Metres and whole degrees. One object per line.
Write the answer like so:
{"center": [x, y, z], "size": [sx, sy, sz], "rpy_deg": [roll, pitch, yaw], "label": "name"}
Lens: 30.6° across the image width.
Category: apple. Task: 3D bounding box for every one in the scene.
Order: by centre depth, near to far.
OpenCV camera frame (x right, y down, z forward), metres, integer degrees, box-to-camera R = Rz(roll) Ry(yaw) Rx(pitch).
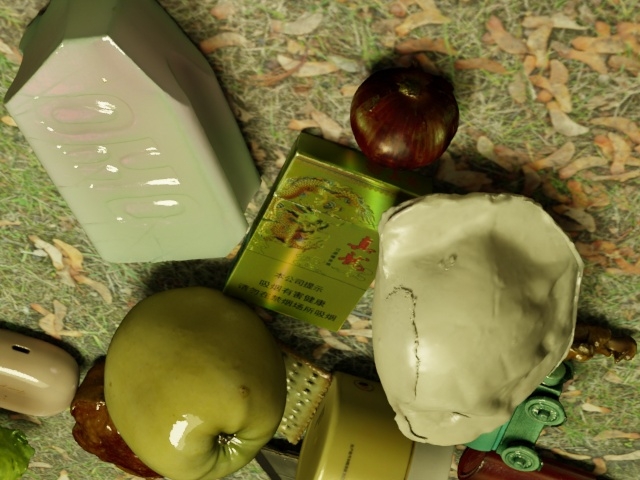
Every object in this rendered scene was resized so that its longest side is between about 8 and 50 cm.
{"center": [-0.166, 0.195, 1.586], "size": [0.263, 0.262, 0.262], "rpy_deg": [6, 141, 5], "label": "apple"}

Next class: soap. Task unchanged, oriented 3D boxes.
{"center": [-0.212, -0.127, 1.307], "size": [0.208, 0.115, 0.347], "rpy_deg": [-4, 139, 16], "label": "soap"}

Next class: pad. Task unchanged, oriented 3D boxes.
{"center": [-0.021, 0.414, 1.972], "size": [0.174, 0.022, 0.233], "rpy_deg": [9, 146, 32], "label": "pad"}

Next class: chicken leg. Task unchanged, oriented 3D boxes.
{"center": [0.320, 0.124, 1.535], "size": [0.208, 0.085, 0.101], "rpy_deg": [6, 128, -9], "label": "chicken leg"}

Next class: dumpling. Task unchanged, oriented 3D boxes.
{"center": [0.191, 0.098, 1.411], "size": [0.260, 0.181, 0.341], "rpy_deg": [-7, 98, -2], "label": "dumpling"}

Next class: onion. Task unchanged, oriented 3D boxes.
{"center": [0.089, -0.128, 1.248], "size": [0.117, 0.118, 0.118], "rpy_deg": [9, 142, 8], "label": "onion"}

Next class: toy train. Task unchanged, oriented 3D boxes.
{"center": [0.267, 0.234, 1.671], "size": [0.159, 0.101, 0.248], "rpy_deg": [20, 141, 9], "label": "toy train"}

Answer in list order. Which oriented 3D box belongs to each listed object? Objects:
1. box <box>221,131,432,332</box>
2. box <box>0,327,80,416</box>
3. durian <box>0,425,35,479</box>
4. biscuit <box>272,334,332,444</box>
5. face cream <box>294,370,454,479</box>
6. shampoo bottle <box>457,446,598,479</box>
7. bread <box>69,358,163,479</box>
{"center": [0.000, 0.000, 1.473], "size": [0.173, 0.043, 0.311], "rpy_deg": [20, 140, -11], "label": "box"}
{"center": [-0.470, 0.202, 1.792], "size": [0.200, 0.088, 0.146], "rpy_deg": [20, 139, -10], "label": "box"}
{"center": [-0.672, 0.322, 1.900], "size": [0.256, 0.204, 0.340], "rpy_deg": [-9, 142, 41], "label": "durian"}
{"center": [-0.065, 0.217, 1.742], "size": [0.144, 0.016, 0.203], "rpy_deg": [34, 139, 6], "label": "biscuit"}
{"center": [0.075, 0.317, 1.709], "size": [0.179, 0.218, 0.218], "rpy_deg": [17, 141, -7], "label": "face cream"}
{"center": [0.354, 0.384, 1.853], "size": [0.260, 0.064, 0.102], "rpy_deg": [20, 140, -12], "label": "shampoo bottle"}
{"center": [-0.277, 0.281, 1.809], "size": [0.232, 0.135, 0.246], "rpy_deg": [-6, 139, 19], "label": "bread"}
